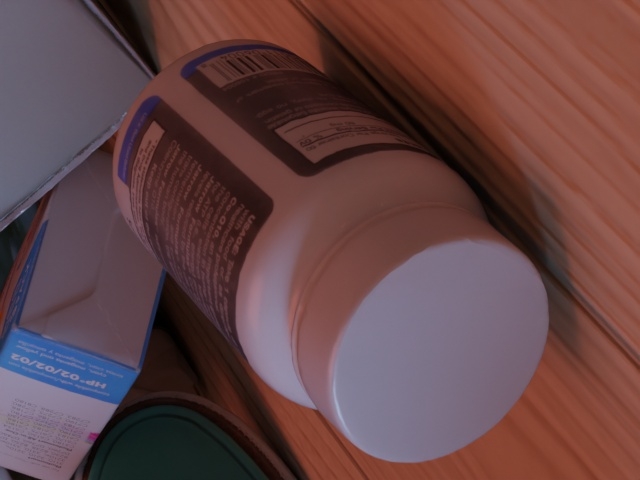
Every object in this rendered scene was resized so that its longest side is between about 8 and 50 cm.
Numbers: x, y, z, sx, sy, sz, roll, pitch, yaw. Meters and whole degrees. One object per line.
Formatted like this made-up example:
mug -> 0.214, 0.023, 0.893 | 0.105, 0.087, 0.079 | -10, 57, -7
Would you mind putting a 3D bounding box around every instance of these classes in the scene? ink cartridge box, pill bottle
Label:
ink cartridge box -> -0.127, 0.047, 0.778 | 0.181, 0.061, 0.104 | 127, 159, -54
pill bottle -> 0.000, 0.000, 0.458 | 0.137, 0.078, 0.078 | 43, 154, 51

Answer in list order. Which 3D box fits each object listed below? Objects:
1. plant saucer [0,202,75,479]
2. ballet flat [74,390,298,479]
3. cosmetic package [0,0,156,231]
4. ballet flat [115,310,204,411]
plant saucer -> -0.229, 0.057, 0.997 | 0.400, 0.100, 0.400 | -20, -90, -89
ballet flat -> -0.002, 0.263, 0.798 | 0.400, 0.139, 0.139 | 58, 162, 16
cosmetic package -> -0.220, -0.141, 0.731 | 0.296, 0.153, 0.129 | 53, -177, 32
ballet flat -> -0.094, 0.103, 0.932 | 0.074, 0.074, 0.203 | 42, 146, 52
